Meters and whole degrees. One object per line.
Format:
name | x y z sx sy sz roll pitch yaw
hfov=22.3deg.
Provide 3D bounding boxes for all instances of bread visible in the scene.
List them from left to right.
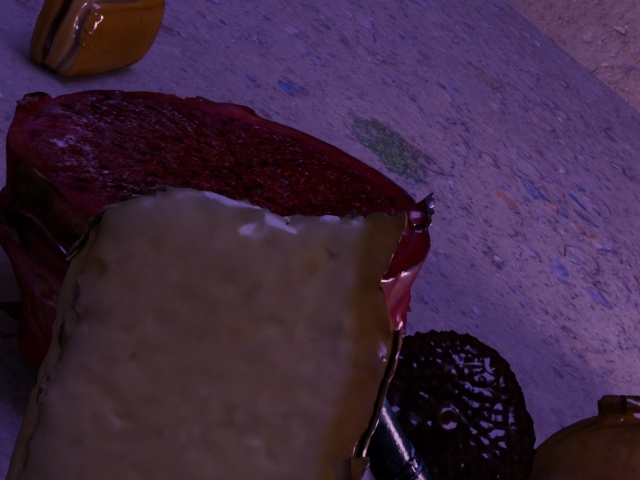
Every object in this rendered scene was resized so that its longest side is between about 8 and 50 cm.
bread | -0.252 -0.251 1.864 0.077 0.116 0.200 36 21 12
bread | -0.079 0.165 0.987 0.248 0.315 0.279 12 36 -4

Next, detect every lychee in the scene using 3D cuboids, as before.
lychee | 0.099 0.173 1.439 0.194 0.194 0.194 30 23 -14

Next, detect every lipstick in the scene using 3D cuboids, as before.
lipstick | 0.061 0.176 1.297 0.053 0.053 0.234 -106 172 -57

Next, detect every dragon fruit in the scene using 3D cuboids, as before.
dragon fruit | -0.103 0.028 1.369 0.370 0.249 0.386 16 21 -6

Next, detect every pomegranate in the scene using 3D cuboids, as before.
pomegranate | 0.296 0.254 1.494 0.248 0.248 0.248 30 23 -14
